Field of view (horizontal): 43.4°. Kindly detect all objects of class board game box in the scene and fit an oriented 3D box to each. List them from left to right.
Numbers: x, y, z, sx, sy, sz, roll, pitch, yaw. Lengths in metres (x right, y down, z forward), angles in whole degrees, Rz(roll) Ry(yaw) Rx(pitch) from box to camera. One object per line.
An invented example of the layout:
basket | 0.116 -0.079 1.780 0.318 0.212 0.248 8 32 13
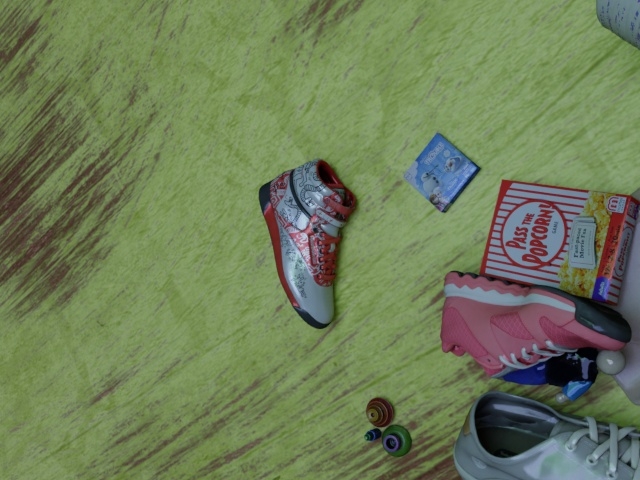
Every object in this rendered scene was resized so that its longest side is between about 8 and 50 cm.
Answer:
board game box | 0.188 -0.106 1.257 0.090 0.020 0.090 46 110 24
board game box | 0.332 -0.001 1.130 0.193 0.045 0.147 11 87 40

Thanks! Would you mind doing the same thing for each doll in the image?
doll | 0.332 0.163 1.126 0.189 0.046 0.129 -4 74 45

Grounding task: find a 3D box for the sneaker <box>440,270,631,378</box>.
sneaker | 0.282 0.131 1.098 0.314 0.116 0.136 9 82 58

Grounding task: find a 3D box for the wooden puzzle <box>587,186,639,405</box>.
wooden puzzle | 0.447 0.069 1.097 0.221 0.044 0.239 -43 65 23

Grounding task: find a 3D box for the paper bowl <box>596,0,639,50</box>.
paper bowl | 0.472 -0.341 0.945 0.148 0.284 0.284 44 110 23

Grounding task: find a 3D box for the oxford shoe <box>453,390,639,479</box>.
oxford shoe | 0.379 0.301 1.051 0.449 0.169 0.130 9 123 33

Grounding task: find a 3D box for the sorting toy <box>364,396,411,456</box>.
sorting toy | 0.099 0.304 1.290 0.061 0.042 0.102 -36 72 25

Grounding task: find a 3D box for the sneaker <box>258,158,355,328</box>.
sneaker | -0.001 -0.001 1.324 0.145 0.090 0.270 -27 73 29
